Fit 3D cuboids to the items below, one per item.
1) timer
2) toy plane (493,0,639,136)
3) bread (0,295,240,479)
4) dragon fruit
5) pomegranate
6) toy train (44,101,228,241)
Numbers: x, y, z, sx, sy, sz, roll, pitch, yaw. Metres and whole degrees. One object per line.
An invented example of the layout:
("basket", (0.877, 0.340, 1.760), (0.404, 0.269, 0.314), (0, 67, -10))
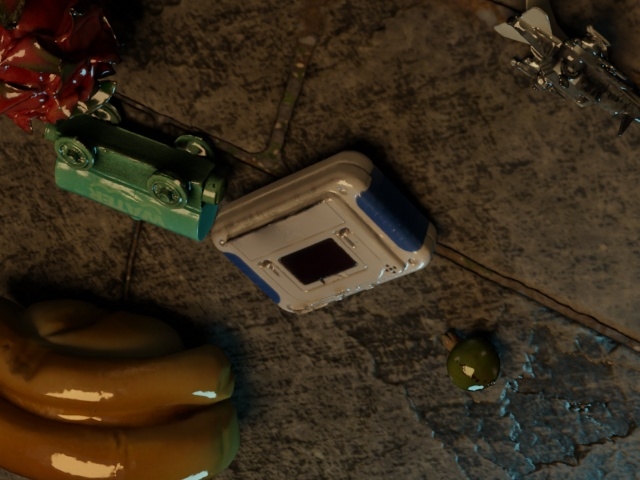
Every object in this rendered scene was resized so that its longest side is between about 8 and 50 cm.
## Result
("timer", (0.000, 0.000, 1.738), (0.253, 0.078, 0.178), (-23, 123, 39))
("toy plane", (0.270, -0.168, 1.467), (0.234, 0.082, 0.160), (46, 160, -11))
("bread", (-0.313, 0.216, 2.033), (0.423, 0.329, 0.245), (10, 89, 22))
("dragon fruit", (-0.350, -0.267, 1.630), (0.233, 0.234, 0.293), (-11, 112, 35))
("pomegranate", (0.188, 0.153, 1.793), (0.084, 0.073, 0.073), (37, 152, 55))
("toy train", (-0.234, -0.081, 1.808), (0.248, 0.101, 0.159), (21, 143, 11))
